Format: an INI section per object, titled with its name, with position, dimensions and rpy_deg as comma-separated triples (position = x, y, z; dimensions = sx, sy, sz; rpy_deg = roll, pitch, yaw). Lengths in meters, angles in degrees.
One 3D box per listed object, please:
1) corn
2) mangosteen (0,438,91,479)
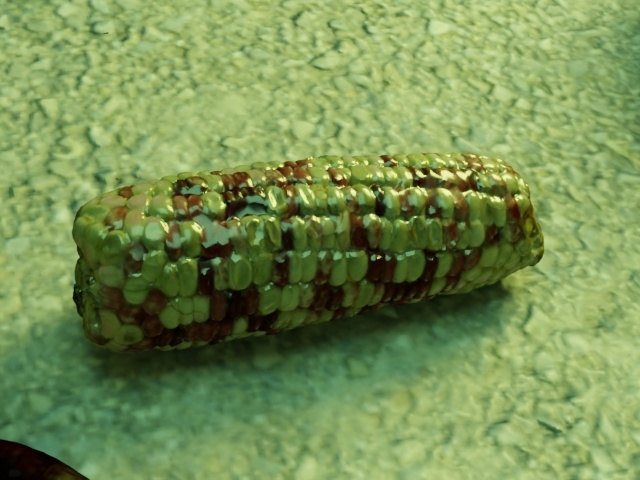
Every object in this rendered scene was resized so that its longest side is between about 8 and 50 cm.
[corn]
position = 0.000, 0.000, 0.660
dimensions = 0.253, 0.086, 0.086
rpy_deg = -8, 47, -18
[mangosteen]
position = -0.181, 0.144, 0.350
dimensions = 0.313, 0.297, 0.297
rpy_deg = -1, 40, -43
